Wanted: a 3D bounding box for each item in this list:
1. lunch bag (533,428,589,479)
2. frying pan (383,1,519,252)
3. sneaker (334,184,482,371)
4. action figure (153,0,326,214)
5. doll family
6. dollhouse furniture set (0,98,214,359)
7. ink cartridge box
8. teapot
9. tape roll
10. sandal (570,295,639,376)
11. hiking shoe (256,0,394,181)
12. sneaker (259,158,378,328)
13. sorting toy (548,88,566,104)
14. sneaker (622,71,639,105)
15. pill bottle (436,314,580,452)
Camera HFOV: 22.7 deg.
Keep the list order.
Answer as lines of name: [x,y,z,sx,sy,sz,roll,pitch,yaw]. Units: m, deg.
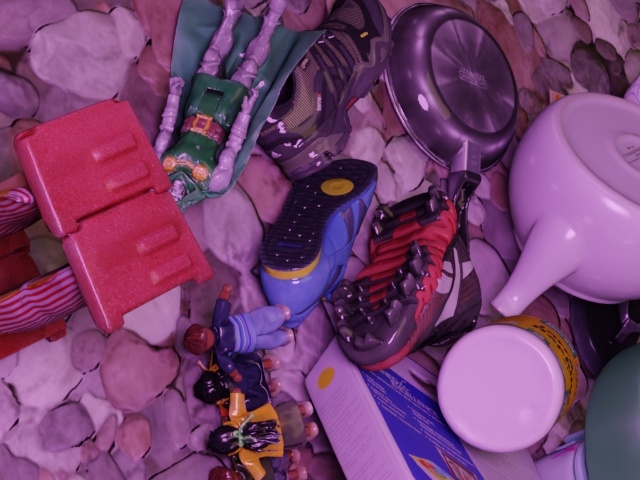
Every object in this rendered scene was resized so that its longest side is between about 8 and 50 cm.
lunch bag: [0.338,0.301,1.660,0.279,0.108,0.224,1,72,-43]
frying pan: [0.129,-0.117,1.664,0.197,0.053,0.326,38,50,-26]
sneaker: [0.090,0.059,1.489,0.135,0.098,0.276,63,23,-18]
action figure: [-0.094,-0.118,1.417,0.063,0.137,0.232,79,27,-63]
doll family: [-0.066,0.136,1.374,0.111,0.076,0.193,-7,76,-40]
dollhouse furniture set: [-0.286,0.044,1.105,0.374,0.201,0.152,-28,95,-45]
ink cartridge box: [0.122,0.221,1.456,0.304,0.072,0.307,37,12,-28]
teapot: [0.299,-0.024,1.699,0.256,0.187,0.252,13,39,-19]
tape roll: [0.405,0.244,1.617,0.321,0.077,0.321,21,55,-33]
sandal: [0.355,0.056,1.804,0.097,0.054,0.254,55,47,-13]
hiking shoe: [-0.007,-0.172,1.524,0.114,0.086,0.226,41,52,-29]
sneaker: [0.000,0.000,1.496,0.209,0.069,0.082,-58,149,-48]
sorting toy: [0.285,-0.129,1.833,0.062,0.012,0.083,19,63,-38]
sneaker: [0.443,-0.115,1.940,0.237,0.085,0.086,38,79,-32]
pill bottle: [0.187,0.132,1.531,0.208,0.118,0.117,-3,76,-74]
